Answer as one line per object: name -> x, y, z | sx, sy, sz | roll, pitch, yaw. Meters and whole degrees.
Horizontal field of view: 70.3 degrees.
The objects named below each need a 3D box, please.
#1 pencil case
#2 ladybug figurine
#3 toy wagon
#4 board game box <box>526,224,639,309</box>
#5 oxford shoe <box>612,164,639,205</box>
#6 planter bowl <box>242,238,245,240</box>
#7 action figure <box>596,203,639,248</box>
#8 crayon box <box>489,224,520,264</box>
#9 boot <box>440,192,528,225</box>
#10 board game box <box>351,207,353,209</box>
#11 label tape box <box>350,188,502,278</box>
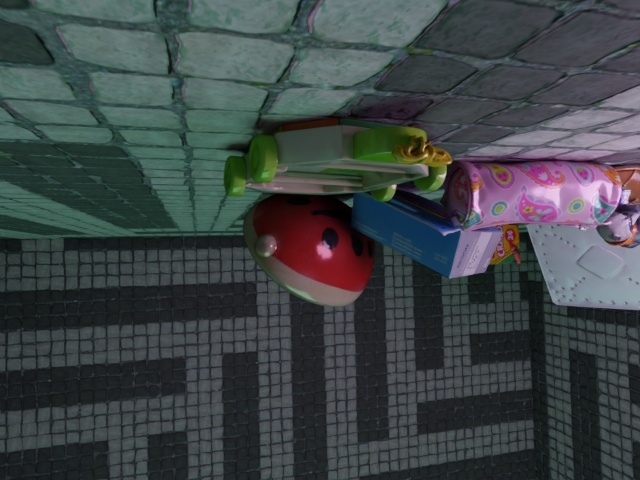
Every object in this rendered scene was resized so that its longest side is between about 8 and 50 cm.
pencil case -> 0.361, -0.077, 0.781 | 0.283, 0.124, 0.124 | 0, 178, -7
ladybug figurine -> 0.000, 0.000, 1.043 | 0.162, 0.305, 0.449 | -44, 166, 18
toy wagon -> 0.034, -0.101, 0.595 | 0.267, 0.068, 0.344 | -1, 177, -26
board game box -> 0.921, 0.059, 1.485 | 0.389, 0.390, 0.050 | -4, -147, 48
oxford shoe -> 0.577, -0.102, 0.856 | 0.212, 0.076, 0.076 | 0, 180, 16
planter bowl -> -0.197, -0.044, 1.785 | 0.216, 0.091, 0.217 | -1, 177, 0
action figure -> 0.759, -0.057, 0.980 | 0.329, 0.179, 0.341 | -11, -178, -11
crayon box -> 0.548, -0.014, 1.588 | 0.318, 0.203, 0.081 | -1, 178, -22
boot -> 0.381, -0.091, 0.991 | 0.269, 0.089, 0.236 | -1, 168, -19
board game box -> 0.164, -0.085, 1.507 | 0.146, 0.045, 0.193 | 0, 177, -43
label tape box -> 0.204, -0.024, 0.957 | 0.249, 0.115, 0.347 | 30, -161, 32
